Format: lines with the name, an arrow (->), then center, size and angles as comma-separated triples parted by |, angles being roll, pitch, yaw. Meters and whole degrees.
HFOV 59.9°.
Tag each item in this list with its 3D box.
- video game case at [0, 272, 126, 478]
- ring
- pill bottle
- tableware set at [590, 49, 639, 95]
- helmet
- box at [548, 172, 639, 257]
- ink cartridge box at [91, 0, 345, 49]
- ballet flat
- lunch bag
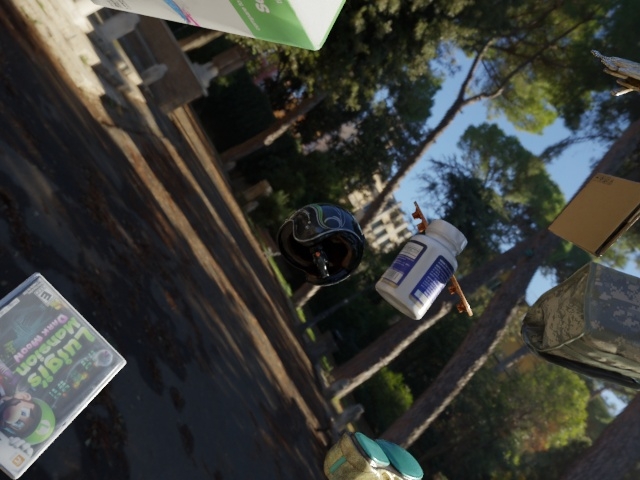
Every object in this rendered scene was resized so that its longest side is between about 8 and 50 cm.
video game case -> -0.371, 0.164, 0.700 | 0.022, 0.190, 0.173 | -23, -68, 45
ring -> 0.316, 0.050, 1.480 | 0.337, 0.032, 0.337 | 59, 11, -19
pill bottle -> 0.207, 0.054, 1.114 | 0.112, 0.187, 0.112 | 38, -10, 8
tableware set -> 0.481, -0.244, 0.850 | 0.194, 0.128, 0.039 | -57, 164, -60
helmet -> 0.000, 0.000, 1.152 | 0.169, 0.169, 0.161 | 62, -5, -32
box -> 0.569, -0.058, 1.135 | 0.021, 0.164, 0.201 | 37, 10, -12
ink cartridge box -> -0.091, -0.297, 0.466 | 0.278, 0.202, 0.117 | 22, -10, 26
ballet flat -> 0.109, 0.483, 1.176 | 0.123, 0.123, 0.348 | 55, 8, 37
lunch bag -> 0.558, 0.186, 1.094 | 0.235, 0.169, 0.287 | 17, -24, 2
